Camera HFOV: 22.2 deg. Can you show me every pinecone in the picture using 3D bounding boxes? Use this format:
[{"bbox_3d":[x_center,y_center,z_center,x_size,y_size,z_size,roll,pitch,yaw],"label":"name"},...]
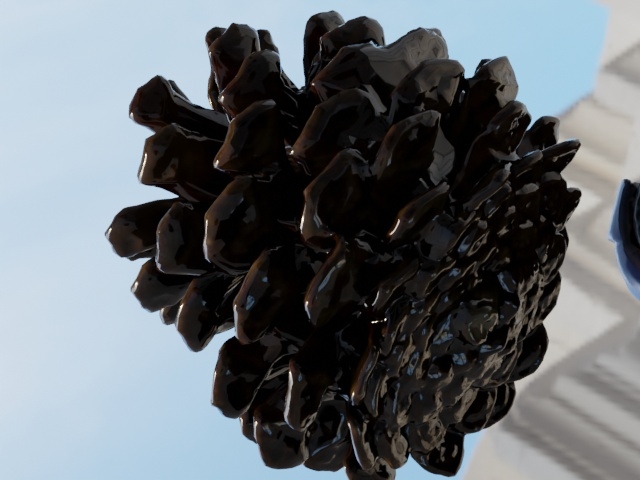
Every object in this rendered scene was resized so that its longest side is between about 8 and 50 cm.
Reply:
[{"bbox_3d":[0.000,-0.008,0.580,0.165,0.163,0.163,33,-135,32],"label":"pinecone"}]

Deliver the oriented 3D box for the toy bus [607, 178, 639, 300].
[{"bbox_3d":[0.215,0.049,0.526,0.125,0.133,0.292,16,179,-31],"label":"toy bus"}]
